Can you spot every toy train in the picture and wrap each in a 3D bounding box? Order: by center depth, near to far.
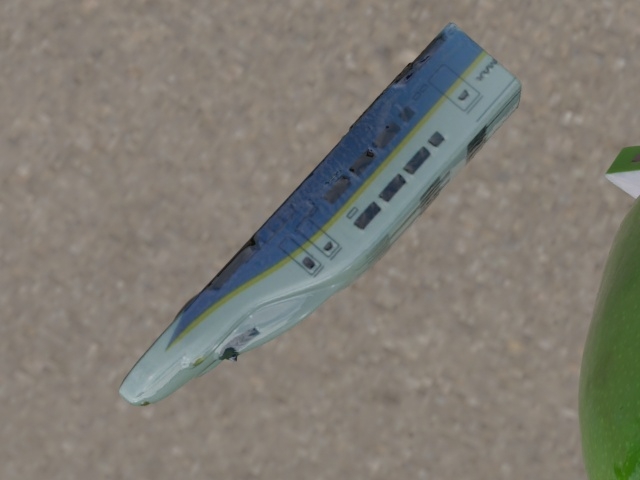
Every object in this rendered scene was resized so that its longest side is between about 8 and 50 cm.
[{"bbox_3d":[0.000,0.000,0.937,0.051,0.234,0.052,41,172,11],"label":"toy train"}]

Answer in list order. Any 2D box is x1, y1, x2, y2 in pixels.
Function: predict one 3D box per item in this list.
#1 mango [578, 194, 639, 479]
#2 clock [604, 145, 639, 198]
[{"bbox_3d":[0.262,0.060,1.168,0.225,0.382,0.201,-16,112,25],"label":"mango"},{"bbox_3d":[0.406,-0.076,1.615,0.310,0.235,0.166,20,141,25],"label":"clock"}]
